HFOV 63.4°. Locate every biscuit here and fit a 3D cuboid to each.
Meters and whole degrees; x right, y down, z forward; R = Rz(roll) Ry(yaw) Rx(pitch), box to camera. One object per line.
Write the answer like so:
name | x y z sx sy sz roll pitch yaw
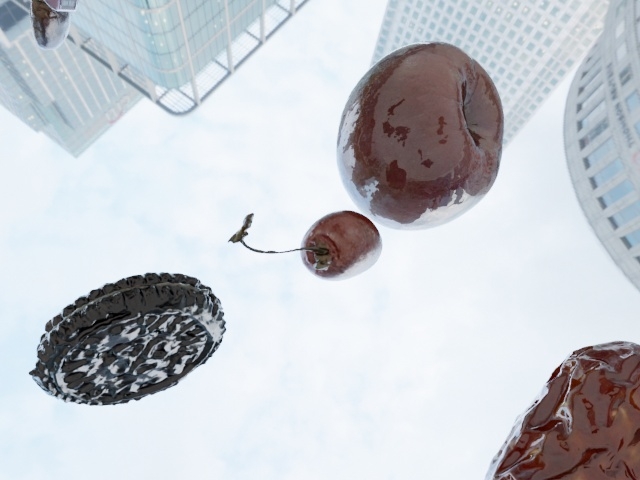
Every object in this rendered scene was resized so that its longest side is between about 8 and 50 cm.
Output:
biscuit | -0.188 0.104 0.533 0.195 0.194 0.053 -22 -126 -13

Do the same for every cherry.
cherry | 0.000 0.000 0.651 0.226 0.107 0.090 13 -120 -48

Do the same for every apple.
apple | 0.161 -0.167 0.857 0.306 0.235 0.305 10 -105 -45

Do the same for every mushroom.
mushroom | -0.364 -0.320 0.702 0.052 0.123 0.123 5 -113 -34

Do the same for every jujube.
jujube | 0.170 0.142 0.312 0.176 0.112 0.109 -40 -57 -22

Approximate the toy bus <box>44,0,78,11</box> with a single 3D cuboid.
toy bus | -0.293 -0.279 0.435 0.199 0.096 0.108 17 -69 -11
